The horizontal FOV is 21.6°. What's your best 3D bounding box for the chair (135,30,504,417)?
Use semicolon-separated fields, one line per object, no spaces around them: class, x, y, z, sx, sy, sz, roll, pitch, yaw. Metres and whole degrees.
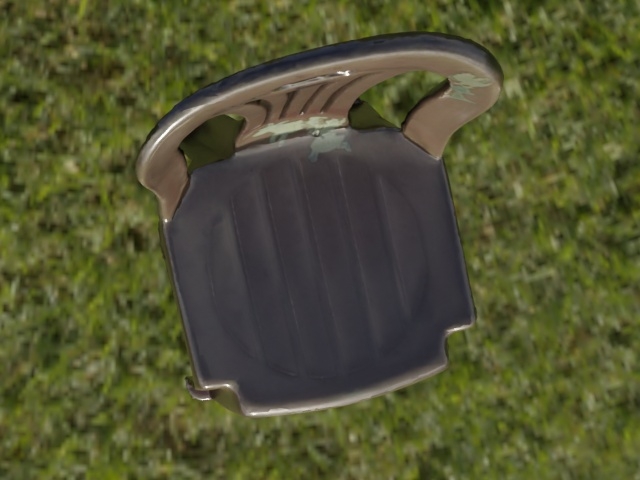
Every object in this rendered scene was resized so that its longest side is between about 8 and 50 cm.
chair;0.000;0.000;0.879;0.175;0.326;0.183;-13;94;-5
